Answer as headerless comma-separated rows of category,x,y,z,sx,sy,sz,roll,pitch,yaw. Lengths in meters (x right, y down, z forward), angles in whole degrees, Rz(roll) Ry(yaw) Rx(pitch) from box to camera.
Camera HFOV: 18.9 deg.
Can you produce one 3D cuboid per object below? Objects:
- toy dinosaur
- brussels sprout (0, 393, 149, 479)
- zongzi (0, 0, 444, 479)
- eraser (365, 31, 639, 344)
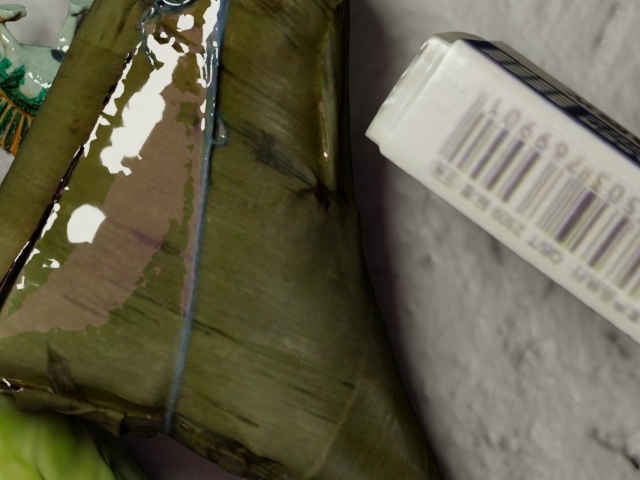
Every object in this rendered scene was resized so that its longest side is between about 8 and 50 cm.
toy dinosaur,-0.189,-0.100,1.211,0.187,0.044,0.106,6,113,11
brussels sprout,-0.207,0.180,1.176,0.223,0.161,0.223,0,90,12
zongzi,0.000,0.000,1.120,0.360,0.160,0.323,28,95,-5
eraser,0.167,-0.009,1.070,0.279,0.124,0.081,37,105,10
